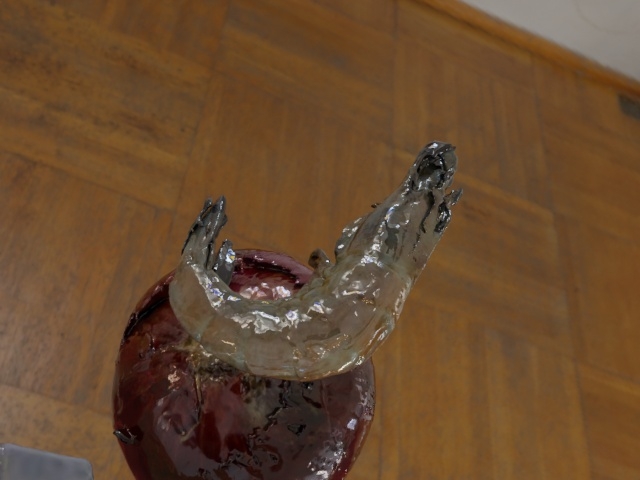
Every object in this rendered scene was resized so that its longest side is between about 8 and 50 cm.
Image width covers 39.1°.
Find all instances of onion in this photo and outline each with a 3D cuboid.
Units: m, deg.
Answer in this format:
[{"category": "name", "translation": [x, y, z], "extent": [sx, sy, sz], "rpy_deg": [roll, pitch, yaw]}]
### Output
[{"category": "onion", "translation": [-0.074, 0.145, 0.903], "extent": [0.276, 0.276, 0.276], "rpy_deg": [16, 45, -17]}]

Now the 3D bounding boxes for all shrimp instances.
[{"category": "shrimp", "translation": [0.000, 0.000, 0.559], "extent": [0.152, 0.046, 0.219], "rpy_deg": [19, 49, 29]}]

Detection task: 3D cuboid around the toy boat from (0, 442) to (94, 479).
[{"category": "toy boat", "translation": [-0.252, 0.269, 0.506], "extent": [0.293, 0.276, 0.111], "rpy_deg": [-16, 21, -31]}]
